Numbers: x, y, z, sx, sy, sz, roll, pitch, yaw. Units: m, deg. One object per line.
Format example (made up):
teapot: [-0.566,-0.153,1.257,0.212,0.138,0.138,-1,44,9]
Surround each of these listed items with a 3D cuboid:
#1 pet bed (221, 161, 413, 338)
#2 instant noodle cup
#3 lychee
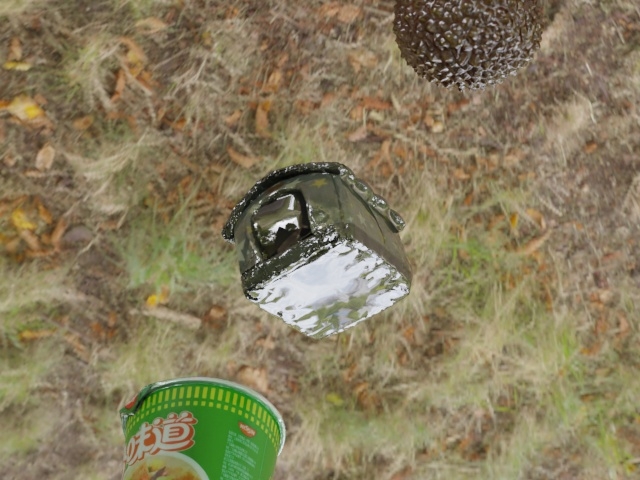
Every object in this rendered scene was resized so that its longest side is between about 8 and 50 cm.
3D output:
pet bed: [0.000,0.000,1.171,0.183,0.159,0.211,-30,144,20]
instant noodle cup: [-0.149,0.307,1.060,0.207,0.232,0.207,1,131,2]
lychee: [0.184,-0.269,1.149,0.188,0.188,0.188,3,119,6]
